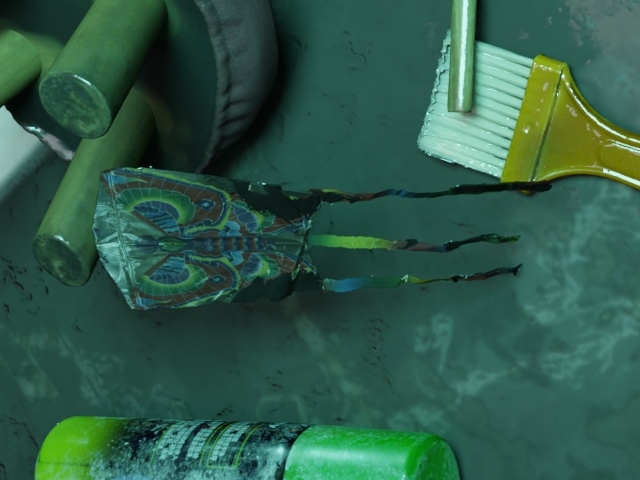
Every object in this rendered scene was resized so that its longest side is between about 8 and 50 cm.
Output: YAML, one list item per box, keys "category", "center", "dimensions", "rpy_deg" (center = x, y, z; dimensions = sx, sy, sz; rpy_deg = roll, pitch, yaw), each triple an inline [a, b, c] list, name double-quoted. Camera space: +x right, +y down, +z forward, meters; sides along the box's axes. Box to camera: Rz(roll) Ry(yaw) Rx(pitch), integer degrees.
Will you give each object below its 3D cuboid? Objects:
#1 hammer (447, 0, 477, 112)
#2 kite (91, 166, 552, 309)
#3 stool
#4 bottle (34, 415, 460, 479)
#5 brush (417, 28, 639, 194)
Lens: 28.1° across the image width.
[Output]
- category: "hammer"
  center: [0.090, -0.173, 0.815]
  dimensions: [0.062, 0.017, 0.182]
  rpy_deg: [6, 95, 33]
- category: "kite"
  center: [0.000, 0.000, 0.810]
  dimensions: [0.285, 0.015, 0.152]
  rpy_deg: [-3, 144, -1]
- category: "stool"
  center: [-0.183, -0.122, 0.854]
  dimensions: [0.272, 0.178, 0.272]
  rpy_deg: [20, 138, 19]
- category: "bottle"
  center: [-0.061, 0.179, 0.947]
  dimensions: [0.330, 0.093, 0.093]
  rpy_deg: [-3, 98, 32]
- category: "brush"
  center: [0.206, -0.046, 0.787]
  dimensions: [0.314, 0.017, 0.090]
  rpy_deg: [23, 114, 25]
